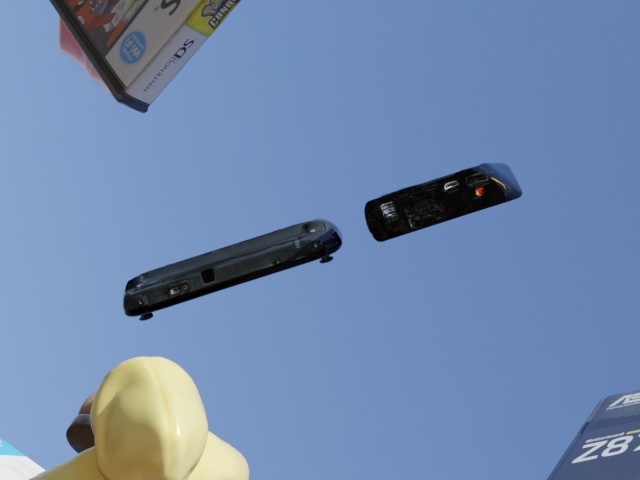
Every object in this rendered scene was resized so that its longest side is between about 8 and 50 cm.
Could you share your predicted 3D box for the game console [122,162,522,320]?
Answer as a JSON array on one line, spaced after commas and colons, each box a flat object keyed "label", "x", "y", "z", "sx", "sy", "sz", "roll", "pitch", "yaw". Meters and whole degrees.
[{"label": "game console", "x": 0.000, "y": 0.000, "z": 1.418, "sx": 0.213, "sy": 0.361, "sz": 0.044, "roll": -14, "pitch": 87, "yaw": -87}]

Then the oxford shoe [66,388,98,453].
[{"label": "oxford shoe", "x": -0.171, "y": 0.234, "z": 1.690, "sx": 0.076, "sy": 0.212, "sz": 0.076, "roll": -28, "pitch": -153, "yaw": 35}]

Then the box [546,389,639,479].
[{"label": "box", "x": 0.429, "y": 0.240, "z": 1.652, "sx": 0.395, "sy": 0.318, "sz": 0.097, "roll": -16, "pitch": -77, "yaw": 36}]

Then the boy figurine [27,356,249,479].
[{"label": "boy figurine", "x": -0.139, "y": 0.173, "z": 1.159, "sx": 0.285, "sy": 0.177, "sz": 0.092, "roll": 105, "pitch": -25, "yaw": -62}]

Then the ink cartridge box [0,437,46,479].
[{"label": "ink cartridge box", "x": -0.297, "y": 0.230, "z": 1.276, "sx": 0.139, "sy": 0.191, "sz": 0.082, "roll": 35, "pitch": -69, "yaw": 7}]

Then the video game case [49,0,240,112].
[{"label": "video game case", "x": -0.124, "y": -0.273, "z": 1.200, "sx": 0.248, "sy": 0.035, "sz": 0.275, "roll": -47, "pitch": -125, "yaw": 16}]

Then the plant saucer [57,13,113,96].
[{"label": "plant saucer", "x": -0.214, "y": -0.309, "z": 1.576, "sx": 0.332, "sy": 0.084, "sz": 0.332, "roll": -176, "pitch": -90, "yaw": -80}]
